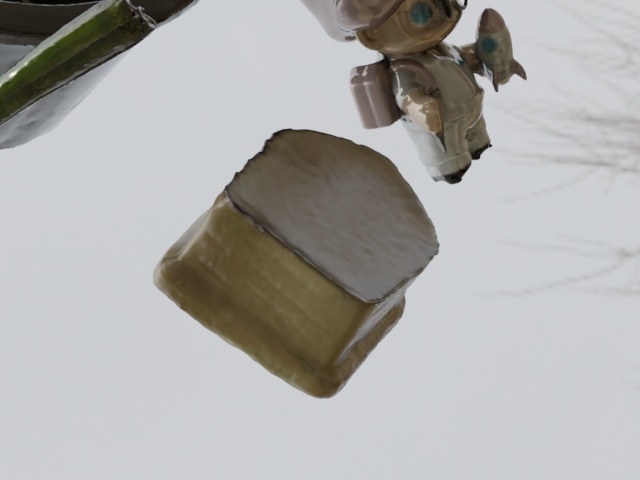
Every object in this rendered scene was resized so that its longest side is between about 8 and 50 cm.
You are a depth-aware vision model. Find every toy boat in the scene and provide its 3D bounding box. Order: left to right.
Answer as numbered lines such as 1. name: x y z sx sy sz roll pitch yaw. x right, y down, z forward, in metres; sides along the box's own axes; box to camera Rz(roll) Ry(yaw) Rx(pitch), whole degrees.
1. toy boat: 0.000 0.000 0.905 0.061 0.116 0.188 -56 -3 25

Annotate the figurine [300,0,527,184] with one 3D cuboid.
1. figurine: 0.047 -0.144 1.048 0.137 0.112 0.229 -44 -61 -44

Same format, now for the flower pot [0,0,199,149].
1. flower pot: -0.197 -0.155 0.967 0.269 0.269 0.166 -24 -25 -41

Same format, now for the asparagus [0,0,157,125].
1. asparagus: -0.163 -0.024 0.673 0.233 0.023 0.022 -34 -83 9
